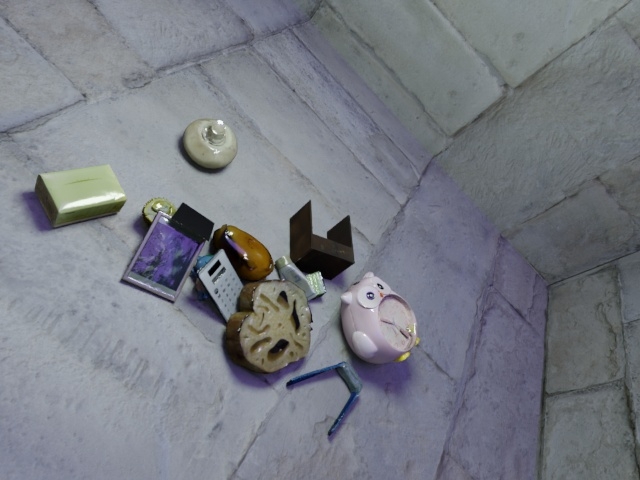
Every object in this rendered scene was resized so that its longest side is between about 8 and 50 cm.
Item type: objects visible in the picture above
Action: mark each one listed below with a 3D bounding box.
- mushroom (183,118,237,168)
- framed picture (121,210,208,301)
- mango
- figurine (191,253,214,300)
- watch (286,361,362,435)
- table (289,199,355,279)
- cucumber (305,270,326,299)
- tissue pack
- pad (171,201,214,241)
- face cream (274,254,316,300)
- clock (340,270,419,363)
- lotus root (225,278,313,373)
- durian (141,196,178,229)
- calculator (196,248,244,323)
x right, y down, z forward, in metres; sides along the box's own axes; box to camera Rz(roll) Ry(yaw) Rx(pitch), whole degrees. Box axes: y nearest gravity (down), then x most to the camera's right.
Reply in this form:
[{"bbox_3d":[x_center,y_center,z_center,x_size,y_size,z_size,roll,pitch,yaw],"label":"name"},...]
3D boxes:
[{"bbox_3d":[-0.485,-0.446,1.879,0.246,0.202,0.246,12,60,-23],"label":"mushroom"},{"bbox_3d":[-0.563,0.058,1.541,0.209,0.019,0.281,29,71,-25],"label":"framed picture"},{"bbox_3d":[-0.317,0.049,1.723,0.287,0.153,0.201,48,34,-7],"label":"mango"},{"bbox_3d":[-0.425,0.146,1.626,0.144,0.114,0.178,34,54,-50],"label":"figurine"},{"bbox_3d":[0.027,0.598,1.737,0.276,0.068,0.274,52,48,-1],"label":"watch"},{"bbox_3d":[0.000,0.000,2.005,0.251,0.196,0.282,18,51,-30],"label":"table"},{"bbox_3d":[-0.043,0.208,1.921,0.116,0.062,0.115,-10,67,-25],"label":"cucumber"},{"bbox_3d":[-0.825,-0.160,1.459,0.234,0.125,0.159,-22,79,-46],"label":"tissue pack"},{"bbox_3d":[-0.496,-0.076,1.657,0.159,0.009,0.265,35,10,-17],"label":"pad"},{"bbox_3d":[-0.118,0.175,1.862,0.224,0.114,0.070,60,2,12],"label":"face cream"},{"bbox_3d":[0.242,0.361,1.928,0.368,0.250,0.376,-34,93,-46],"label":"clock"},{"bbox_3d":[-0.183,0.337,1.654,0.375,0.111,0.390,46,51,-22],"label":"lotus root"},{"bbox_3d":[-0.602,-0.072,1.621,0.208,0.102,0.146,60,40,-27],"label":"durian"},{"bbox_3d":[-0.367,0.174,1.607,0.161,0.021,0.261,-56,134,-43],"label":"calculator"}]
